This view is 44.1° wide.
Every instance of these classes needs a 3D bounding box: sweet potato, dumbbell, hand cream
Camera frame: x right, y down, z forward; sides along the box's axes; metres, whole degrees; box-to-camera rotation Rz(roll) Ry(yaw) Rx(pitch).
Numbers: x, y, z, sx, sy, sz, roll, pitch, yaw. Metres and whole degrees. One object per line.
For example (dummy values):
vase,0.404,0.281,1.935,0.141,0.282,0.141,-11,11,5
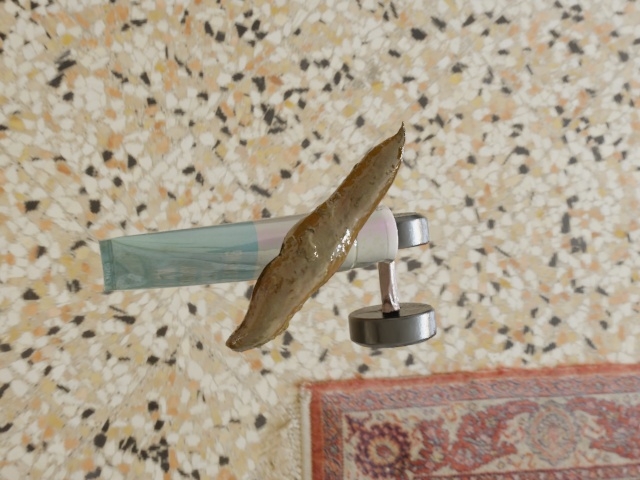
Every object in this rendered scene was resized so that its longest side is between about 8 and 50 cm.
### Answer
sweet potato,0.000,0.000,0.763,0.067,0.067,0.274,37,89,-6
dumbbell,0.117,0.066,1.359,0.152,0.152,0.218,-6,94,-10
hand cream,-0.073,0.012,0.839,0.312,0.111,0.070,-9,63,-15
